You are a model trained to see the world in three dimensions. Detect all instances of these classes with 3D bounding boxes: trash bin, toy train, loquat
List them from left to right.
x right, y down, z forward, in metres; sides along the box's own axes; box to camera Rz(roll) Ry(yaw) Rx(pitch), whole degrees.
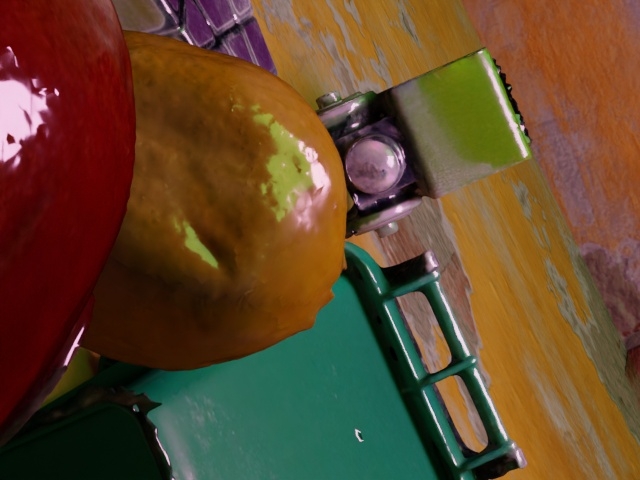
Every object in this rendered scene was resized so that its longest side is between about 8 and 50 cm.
[{"bbox_3d":[-0.092,-0.027,0.977,0.234,0.176,0.187,25,58,-9],"label":"loquat"},{"bbox_3d":[-0.061,0.166,1.151,0.259,0.295,0.381,66,24,0],"label":"trash bin"},{"bbox_3d":[0.102,-0.117,1.933,0.307,0.249,0.173,-119,-176,-86],"label":"toy train"}]

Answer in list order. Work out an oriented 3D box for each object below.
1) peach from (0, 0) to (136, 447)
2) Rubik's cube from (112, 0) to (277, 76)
[{"bbox_3d":[-0.247,-0.028,0.763,0.310,0.335,0.406,54,19,-21],"label":"peach"},{"bbox_3d":[-0.189,-0.121,1.150,0.264,0.319,0.319,-15,81,-45],"label":"Rubik's cube"}]
